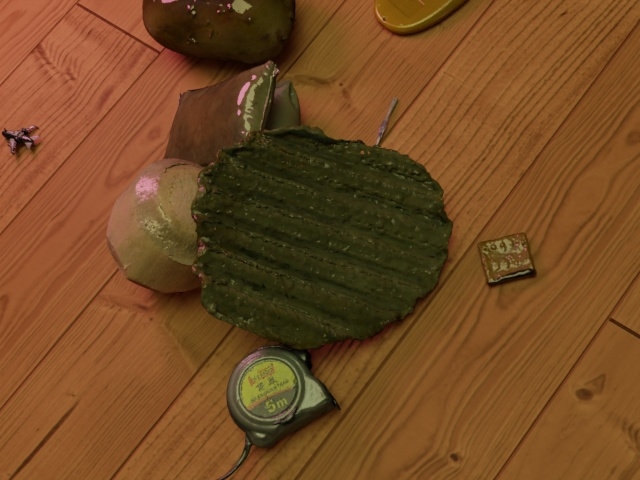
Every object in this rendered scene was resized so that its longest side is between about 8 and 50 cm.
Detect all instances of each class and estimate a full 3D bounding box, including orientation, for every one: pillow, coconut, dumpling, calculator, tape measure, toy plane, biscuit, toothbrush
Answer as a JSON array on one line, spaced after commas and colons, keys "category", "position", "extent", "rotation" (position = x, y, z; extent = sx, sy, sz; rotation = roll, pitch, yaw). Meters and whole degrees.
[{"category": "pillow", "position": [-0.180, -0.202, 1.761], "extent": [0.302, 0.075, 0.185], "rotation": [-7, 68, 50]}, {"category": "coconut", "position": [-0.256, -0.016, 1.697], "extent": [0.234, 0.224, 0.224], "rotation": [-30, 51, 48]}, {"category": "dumpling", "position": [-0.096, -0.181, 1.806], "extent": [0.105, 0.149, 0.216], "rotation": [8, 67, -25]}, {"category": "calculator", "position": [0.205, -0.479, 1.898], "extent": [0.235, 0.032, 0.146], "rotation": [-41, 64, -5]}, {"category": "tape measure", "position": [-0.144, 0.288, 1.595], "extent": [0.330, 0.084, 0.164], "rotation": [-28, 61, -1]}, {"category": "toy plane", "position": [-0.588, -0.201, 1.959], "extent": [0.083, 0.031, 0.078], "rotation": [20, 56, 18]}, {"category": "biscuit", "position": [0.304, 0.030, 1.646], "extent": [0.083, 0.018, 0.081], "rotation": [-14, 63, 6]}, {"category": "toothbrush", "position": [0.113, -0.203, 1.804], "extent": [0.011, 0.013, 0.131], "rotation": [17, 68, 15]}]

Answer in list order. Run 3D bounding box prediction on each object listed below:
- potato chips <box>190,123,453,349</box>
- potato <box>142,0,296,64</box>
[{"category": "potato chips", "position": [0.000, 0.000, 1.607], "extent": [0.429, 0.070, 0.358], "rotation": [16, 79, -10]}, {"category": "potato", "position": [-0.190, -0.434, 1.894], "extent": [0.307, 0.173, 0.210], "rotation": [3, 68, 12]}]
